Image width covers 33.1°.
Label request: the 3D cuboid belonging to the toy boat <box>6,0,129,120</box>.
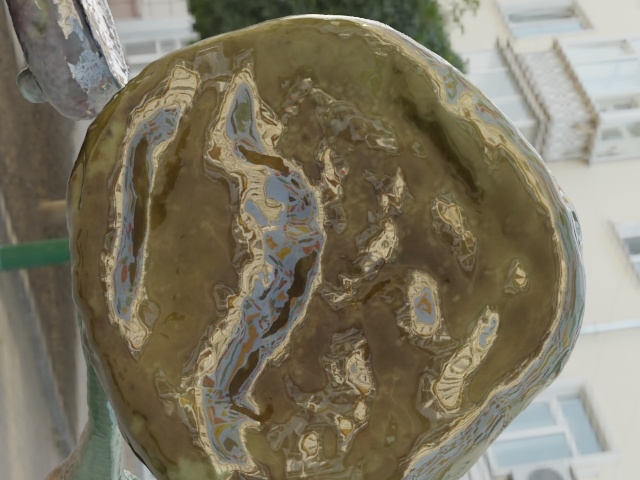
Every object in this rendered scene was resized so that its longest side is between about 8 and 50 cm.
[{"bbox_3d":[-0.235,-0.206,0.916,0.155,0.085,0.227,65,5,-79],"label":"toy boat"}]

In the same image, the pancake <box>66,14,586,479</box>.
[{"bbox_3d":[0.000,0.000,0.577,0.049,0.294,0.294,92,-11,-67],"label":"pancake"}]

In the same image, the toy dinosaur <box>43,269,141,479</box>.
[{"bbox_3d":[-0.124,0.183,0.677,0.205,0.092,0.393,23,-40,41],"label":"toy dinosaur"}]
